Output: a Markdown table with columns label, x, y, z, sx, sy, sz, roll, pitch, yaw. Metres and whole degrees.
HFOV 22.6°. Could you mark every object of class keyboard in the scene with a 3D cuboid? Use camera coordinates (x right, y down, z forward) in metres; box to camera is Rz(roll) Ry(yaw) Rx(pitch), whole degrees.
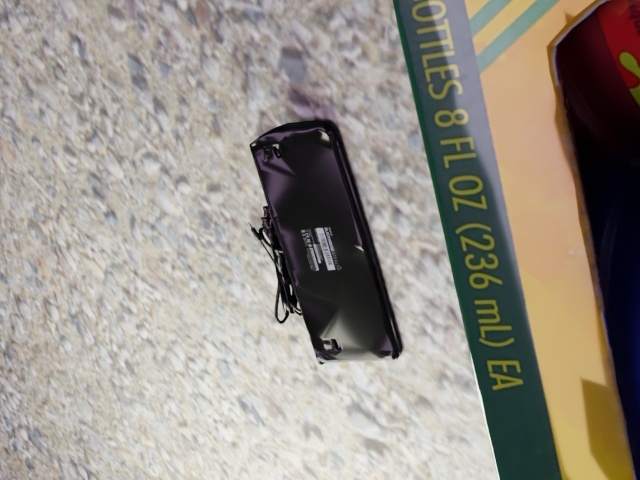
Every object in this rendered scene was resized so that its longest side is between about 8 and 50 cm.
| label | x | y | z | sx | sy | sz | roll | pitch | yaw |
| --- | --- | --- | --- | --- | --- | --- | --- | --- | --- |
| keyboard | 0.000 | 0.000 | 1.177 | 0.100 | 0.038 | 0.192 | -4 | 112 | 31 |

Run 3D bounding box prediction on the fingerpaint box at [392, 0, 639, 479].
| label | x | y | z | sx | sy | sz | roll | pitch | yaw |
| --- | --- | --- | --- | --- | --- | --- | --- | --- | --- |
| fingerpaint box | 0.240 | 0.021 | 0.492 | 0.371 | 0.163 | 0.444 | -6 | 103 | 32 |
